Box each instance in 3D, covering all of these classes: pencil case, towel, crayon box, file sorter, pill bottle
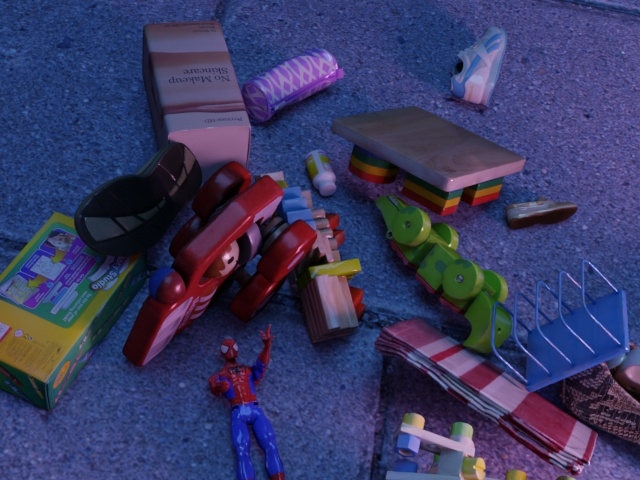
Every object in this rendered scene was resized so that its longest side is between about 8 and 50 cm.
[{"bbox_3d":[-0.057,-0.300,1.807,0.088,0.086,0.206,25,48,37],"label":"pencil case"},{"bbox_3d":[0.245,0.217,1.370,0.329,0.037,0.237,33,10,17],"label":"towel"},{"bbox_3d":[-0.399,0.098,1.412,0.165,0.081,0.278,23,50,9],"label":"crayon box"},{"bbox_3d":[0.347,0.121,1.383,0.104,0.170,0.118,41,38,-23],"label":"file sorter"},{"bbox_3d":[0.002,-0.120,1.694,0.043,0.043,0.083,-7,52,-16],"label":"pill bottle"}]

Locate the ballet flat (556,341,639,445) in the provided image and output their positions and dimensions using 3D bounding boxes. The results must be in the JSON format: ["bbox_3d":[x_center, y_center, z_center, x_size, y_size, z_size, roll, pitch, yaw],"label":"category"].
[{"bbox_3d":[0.585,0.272,1.370,0.482,0.182,0.164,27,47,12],"label":"ballet flat"}]

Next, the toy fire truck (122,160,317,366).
[{"bbox_3d":[-0.162,0.044,1.365,0.169,0.302,0.254,42,50,5],"label":"toy fire truck"}]

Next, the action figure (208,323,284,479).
[{"bbox_3d":[-0.096,0.235,1.319,0.091,0.139,0.280,-8,49,-18],"label":"action figure"}]

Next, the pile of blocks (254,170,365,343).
[{"bbox_3d":[0.000,0.000,1.522,0.112,0.149,0.362,-11,52,-19],"label":"pile of blocks"}]

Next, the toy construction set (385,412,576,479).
[{"bbox_3d":[0.252,0.339,1.220,0.327,0.215,0.151,18,58,25],"label":"toy construction set"}]

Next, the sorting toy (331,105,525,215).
[{"bbox_3d":[0.184,-0.140,1.669,0.255,0.090,0.257,31,30,31],"label":"sorting toy"}]

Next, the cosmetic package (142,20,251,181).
[{"bbox_3d":[-0.230,-0.256,1.713,0.153,0.129,0.296,-7,52,-17],"label":"cosmetic package"}]

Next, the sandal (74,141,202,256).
[{"bbox_3d":[-0.287,-0.060,1.490,0.086,0.120,0.303,-12,18,28],"label":"sandal"}]

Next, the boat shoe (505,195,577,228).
[{"bbox_3d":[0.398,-0.057,1.705,0.135,0.050,0.045,-8,57,-16],"label":"boat shoe"}]

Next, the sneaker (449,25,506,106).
[{"bbox_3d":[0.325,-0.371,1.939,0.092,0.087,0.229,15,47,6],"label":"sneaker"}]

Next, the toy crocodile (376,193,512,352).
[{"bbox_3d":[0.197,0.043,1.550,0.115,0.105,0.340,22,23,-51],"label":"toy crocodile"}]
